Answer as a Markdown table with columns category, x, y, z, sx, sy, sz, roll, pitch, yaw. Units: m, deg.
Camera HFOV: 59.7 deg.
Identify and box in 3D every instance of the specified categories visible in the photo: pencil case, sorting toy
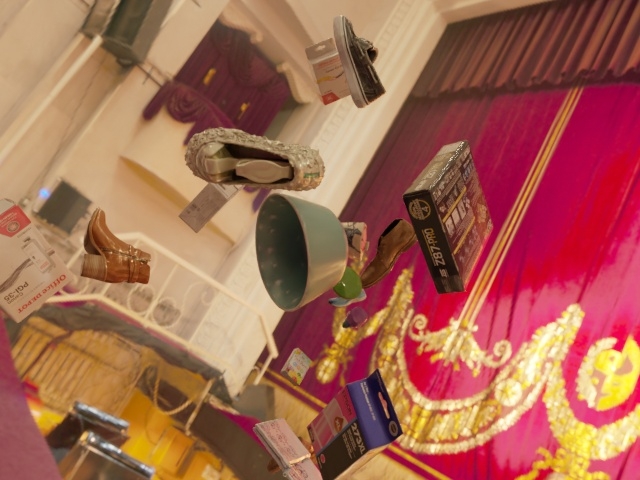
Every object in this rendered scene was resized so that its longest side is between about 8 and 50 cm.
| category | x | y | z | sx | sy | sz | roll | pitch | yaw |
| --- | --- | --- | --- | --- | --- | --- | --- | --- | --- |
| pencil case | 0.000 | 0.000 | 2.351 | 0.409 | 0.160 | 0.183 | 2 | -7 | 6 |
| sorting toy | 0.053 | 0.146 | 1.956 | 0.127 | 0.366 | 0.126 | -4 | -26 | -37 |

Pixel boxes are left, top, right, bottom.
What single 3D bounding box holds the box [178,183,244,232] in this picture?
| category | x | y | z | sx | sy | sz | roll | pitch | yaw |
| --- | --- | --- | --- | --- | --- | --- | --- | --- | --- |
| box | -0.377 | -0.144 | 1.970 | 0.087 | 0.169 | 0.290 | 44 | 12 | -9 |

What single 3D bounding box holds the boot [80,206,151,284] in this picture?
| category | x | y | z | sx | sy | sz | roll | pitch | yaw |
| --- | --- | --- | --- | --- | --- | --- | --- | --- | --- |
| boot | -0.683 | 0.021 | 1.892 | 0.220 | 0.284 | 0.109 | 11 | -45 | -28 |

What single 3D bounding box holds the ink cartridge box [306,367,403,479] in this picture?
| category | x | y | z | sx | sy | sz | roll | pitch | yaw |
| --- | --- | --- | --- | --- | --- | --- | --- | --- | --- |
| ink cartridge box | 0.079 | 0.501 | 1.473 | 0.069 | 0.176 | 0.371 | 2 | -39 | -31 |

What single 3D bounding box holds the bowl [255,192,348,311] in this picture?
| category | x | y | z | sx | sy | sz | roll | pitch | yaw |
| --- | --- | --- | --- | --- | --- | --- | --- | --- | --- |
| bowl | -0.039 | 0.021 | 1.487 | 0.163 | 0.312 | 0.311 | -8 | 5 | -30 |

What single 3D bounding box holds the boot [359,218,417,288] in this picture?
| category | x | y | z | sx | sy | sz | roll | pitch | yaw |
| --- | --- | --- | --- | --- | --- | --- | --- | --- | --- |
| boot | 0.233 | 0.045 | 2.103 | 0.115 | 0.305 | 0.112 | 43 | -4 | -30 |

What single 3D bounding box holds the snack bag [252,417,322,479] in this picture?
| category | x | y | z | sx | sy | sz | roll | pitch | yaw |
| --- | --- | --- | --- | --- | --- | --- | --- | --- | --- |
| snack bag | -0.081 | 0.771 | 1.945 | 0.343 | 0.037 | 0.323 | 49 | 0 | 20 |

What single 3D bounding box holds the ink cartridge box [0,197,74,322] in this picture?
| category | x | y | z | sx | sy | sz | roll | pitch | yaw |
| --- | --- | --- | --- | --- | --- | --- | --- | --- | --- |
| ink cartridge box | -0.869 | 0.057 | 1.568 | 0.117 | 0.207 | 0.283 | 16 | -39 | 41 |

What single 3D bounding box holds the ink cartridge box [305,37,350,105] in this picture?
| category | x | y | z | sx | sy | sz | roll | pitch | yaw |
| --- | --- | --- | --- | --- | --- | --- | --- | --- | --- |
| ink cartridge box | 0.030 | -0.591 | 1.951 | 0.067 | 0.115 | 0.198 | -120 | -173 | -55 |

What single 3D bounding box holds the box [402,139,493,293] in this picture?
| category | x | y | z | sx | sy | sz | roll | pitch | yaw |
| --- | --- | --- | --- | --- | --- | --- | --- | --- | --- |
| box | 0.393 | -0.080 | 1.647 | 0.097 | 0.395 | 0.318 | -12 | -67 | 35 |

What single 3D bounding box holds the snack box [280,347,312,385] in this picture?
| category | x | y | z | sx | sy | sz | roll | pitch | yaw |
| --- | --- | --- | --- | --- | --- | --- | --- | --- | --- |
| snack box | -0.109 | 0.578 | 2.551 | 0.100 | 0.141 | 0.037 | 47 | -44 | -14 |

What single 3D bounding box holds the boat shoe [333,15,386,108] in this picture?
| category | x | y | z | sx | sy | sz | roll | pitch | yaw |
| --- | --- | --- | --- | --- | --- | --- | --- | --- | --- |
| boat shoe | 0.127 | -0.569 | 1.749 | 0.119 | 0.336 | 0.121 | -19 | -18 | 13 |

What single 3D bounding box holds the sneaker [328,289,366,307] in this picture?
| category | x | y | z | sx | sy | sz | roll | pitch | yaw |
| --- | --- | --- | --- | --- | --- | --- | --- | --- | --- |
| sneaker | 0.099 | 0.211 | 2.176 | 0.063 | 0.162 | 0.073 | 9 | -67 | 62 |

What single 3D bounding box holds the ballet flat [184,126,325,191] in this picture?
| category | x | y | z | sx | sy | sz | roll | pitch | yaw |
| --- | --- | --- | --- | --- | --- | --- | --- | --- | --- |
| ballet flat | -0.188 | -0.190 | 1.336 | 0.408 | 0.147 | 0.147 | 8 | -24 | 25 |

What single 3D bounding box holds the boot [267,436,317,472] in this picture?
| category | x | y | z | sx | sy | sz | roll | pitch | yaw |
| --- | --- | --- | --- | --- | --- | --- | --- | --- | --- |
| boot | -0.108 | 0.911 | 2.283 | 0.152 | 0.197 | 0.073 | 57 | -8 | -31 |
